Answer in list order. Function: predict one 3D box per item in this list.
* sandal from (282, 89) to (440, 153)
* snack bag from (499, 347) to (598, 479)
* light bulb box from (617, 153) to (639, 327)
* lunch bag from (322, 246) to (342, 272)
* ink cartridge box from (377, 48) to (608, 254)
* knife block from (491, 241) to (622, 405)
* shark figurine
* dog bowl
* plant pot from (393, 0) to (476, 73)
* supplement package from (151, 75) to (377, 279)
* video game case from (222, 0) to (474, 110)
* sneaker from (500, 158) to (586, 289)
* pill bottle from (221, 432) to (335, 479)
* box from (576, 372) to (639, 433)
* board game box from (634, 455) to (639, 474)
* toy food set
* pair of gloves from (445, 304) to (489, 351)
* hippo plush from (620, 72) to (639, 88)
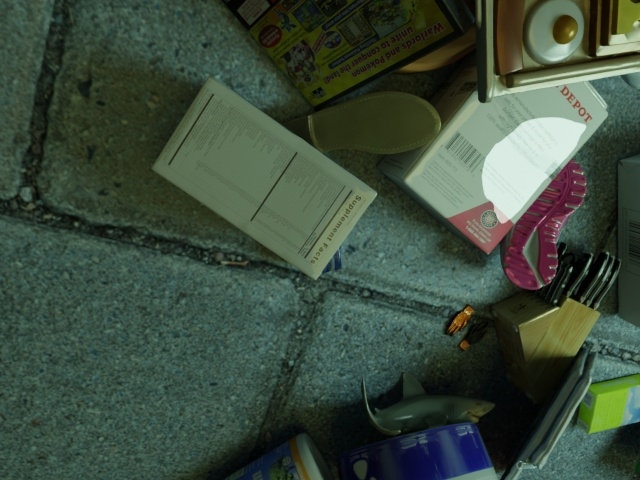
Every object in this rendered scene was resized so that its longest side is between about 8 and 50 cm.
[{"bbox_3d":[0.052,-0.171,0.703,0.240,0.079,0.088,-7,110,14],"label":"sandal"},{"bbox_3d":[0.419,0.366,0.897,0.323,0.037,0.342,9,110,-59],"label":"snack bag"},{"bbox_3d":[0.782,-0.015,0.868,0.362,0.225,0.357,-16,111,-10],"label":"light bulb box"},{"bbox_3d":[0.000,0.000,0.749,0.065,0.067,0.098,-11,109,-12],"label":"lunch bag"},{"bbox_3d":[0.263,-0.154,0.740,0.207,0.117,0.283,36,96,-22],"label":"ink cartridge box"},{"bbox_3d":[0.465,0.149,0.911,0.242,0.088,0.275,-22,112,-6],"label":"knife block"},{"bbox_3d":[0.156,0.294,0.864,0.279,0.116,0.166,9,148,-31],"label":"shark figurine"},{"bbox_3d":[0.165,0.407,0.833,0.265,0.104,0.264,-11,150,-6],"label":"dog bowl"},{"bbox_3d":[0.149,-0.361,0.595,0.291,0.203,0.290,-5,110,-13],"label":"plant pot"},{"bbox_3d":[-0.065,-0.079,0.630,0.244,0.134,0.139,35,98,-2],"label":"supplement package"},{"bbox_3d":[-0.002,-0.291,0.551,0.248,0.275,0.035,45,63,-23],"label":"video game case"},{"bbox_3d":[0.371,-0.032,0.827,0.103,0.111,0.252,24,81,11],"label":"sneaker"},{"bbox_3d":[-0.109,0.474,0.832,0.272,0.152,0.152,-30,113,-4],"label":"pill bottle"},{"bbox_3d":[0.668,0.362,1.062,0.179,0.042,0.108,-6,110,-14],"label":"box"},{"bbox_3d":[0.862,0.414,1.065,0.214,0.046,0.317,25,86,-8],"label":"board game box"},{"bbox_3d":[0.300,-0.280,0.499,0.307,0.092,0.219,-12,109,-10],"label":"toy food set"},{"bbox_3d":[0.283,0.170,0.912,0.074,0.010,0.083,-46,114,3],"label":"pair of gloves"},{"bbox_3d":[0.504,-0.353,0.634,0.295,0.237,0.234,-4,92,-40],"label":"hippo plush"}]
